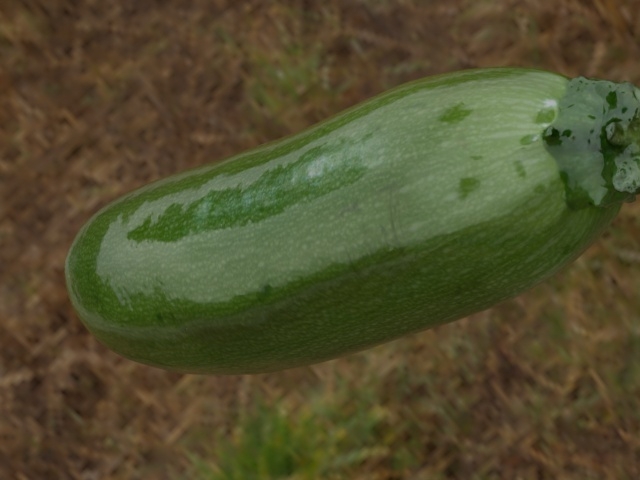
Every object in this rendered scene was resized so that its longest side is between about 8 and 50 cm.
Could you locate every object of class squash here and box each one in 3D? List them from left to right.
[{"bbox_3d":[0.000,0.000,0.876,0.395,0.107,0.107,-16,44,49],"label":"squash"}]
